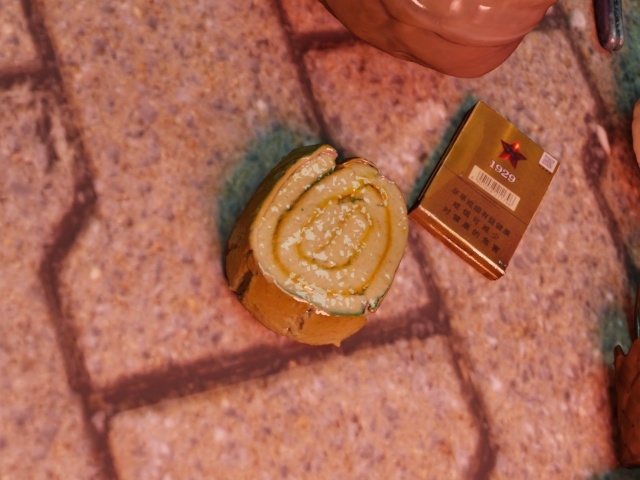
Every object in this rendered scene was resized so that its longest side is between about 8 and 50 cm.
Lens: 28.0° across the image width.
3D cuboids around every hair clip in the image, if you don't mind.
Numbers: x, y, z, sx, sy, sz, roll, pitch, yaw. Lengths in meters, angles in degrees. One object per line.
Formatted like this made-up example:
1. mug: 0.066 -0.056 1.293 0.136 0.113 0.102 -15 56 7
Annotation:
1. hair clip: 0.294 -0.295 1.244 0.083 0.048 0.275 29 62 -14

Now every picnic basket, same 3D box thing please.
1. picnic basket: 0.299 0.089 1.008 0.138 0.128 0.178 6 68 -28

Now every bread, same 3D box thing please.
1. bread: 0.000 0.000 0.937 0.117 0.064 0.156 40 54 -11

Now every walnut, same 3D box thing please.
1. walnut: 0.093 -0.256 0.993 0.248 0.248 0.248 11 63 -22

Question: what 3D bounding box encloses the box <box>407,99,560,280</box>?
1. box: 0.136 -0.042 1.050 0.090 0.023 0.133 37 56 -9

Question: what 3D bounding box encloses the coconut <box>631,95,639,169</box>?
1. coconut: 0.381 -0.092 1.078 0.202 0.222 0.202 8 69 -22
